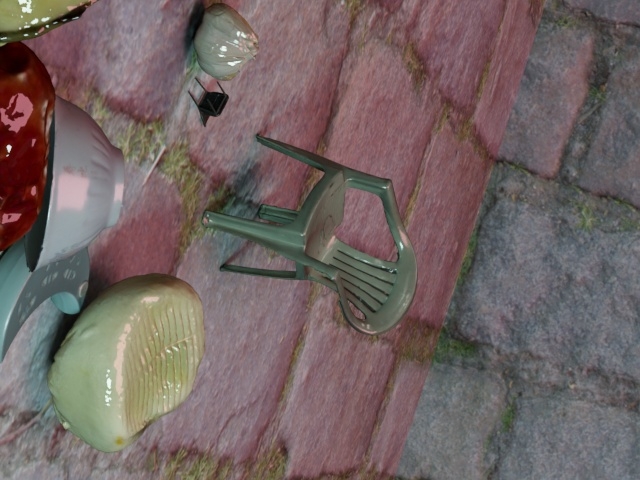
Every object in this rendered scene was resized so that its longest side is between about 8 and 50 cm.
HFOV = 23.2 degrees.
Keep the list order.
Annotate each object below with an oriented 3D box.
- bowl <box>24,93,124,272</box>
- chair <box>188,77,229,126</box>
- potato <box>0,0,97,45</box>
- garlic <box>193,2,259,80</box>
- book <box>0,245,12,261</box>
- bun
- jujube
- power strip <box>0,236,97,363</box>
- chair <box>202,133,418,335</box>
[{"bbox_3d":[-0.250,-0.057,1.607,0.189,0.086,0.189,-174,-90,-72],"label":"bowl"},{"bbox_3d":[-0.143,-0.180,2.067,0.037,0.042,0.086,-63,158,-18],"label":"chair"},{"bbox_3d":[-0.256,-0.332,1.397,0.285,0.242,0.242,-45,148,-31],"label":"potato"},{"bbox_3d":[-0.126,-0.250,2.006,0.074,0.094,0.113,-24,141,-18],"label":"garlic"},{"bbox_3d":[-0.335,-0.042,1.687,0.127,0.014,0.182,74,37,-57],"label":"book"},{"bbox_3d":[-0.244,0.143,1.906,0.229,0.145,0.229,-26,122,-50],"label":"bun"},{"bbox_3d":[-0.326,-0.088,1.478,0.155,0.155,0.230,-53,155,-45],"label":"jujube"},{"bbox_3d":[-0.312,0.047,1.755,0.216,0.044,0.137,-40,148,-60],"label":"power strip"},{"bbox_3d":[0.000,0.000,2.258,0.203,0.274,0.190,-57,155,-35],"label":"chair"}]
